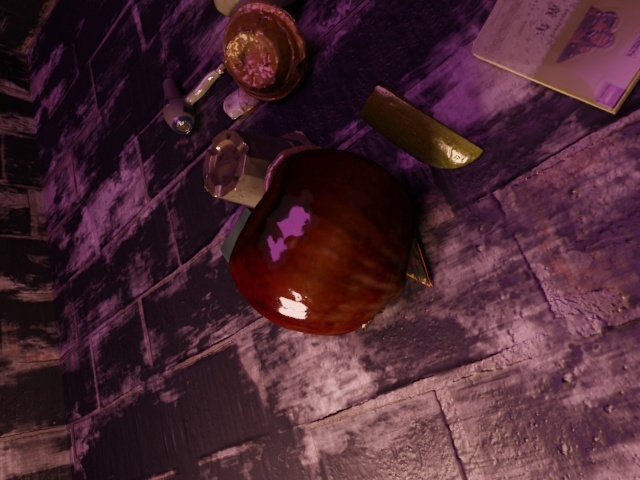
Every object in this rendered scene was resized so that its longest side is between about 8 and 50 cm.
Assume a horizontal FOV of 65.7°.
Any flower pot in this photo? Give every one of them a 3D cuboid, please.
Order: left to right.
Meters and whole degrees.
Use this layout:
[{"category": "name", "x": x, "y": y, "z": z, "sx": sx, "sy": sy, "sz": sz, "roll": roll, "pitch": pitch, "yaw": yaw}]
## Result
[{"category": "flower pot", "x": -0.172, "y": -0.199, "z": 1.402, "sx": 0.291, "sy": 0.259, "sz": 0.289, "roll": -7, "pitch": 79, "yaw": 41}]

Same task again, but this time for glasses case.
[{"category": "glasses case", "x": -0.253, "y": -0.015, "z": 1.595, "sx": 0.077, "sy": 0.040, "sz": 0.184, "roll": 50, "pitch": 116, "yaw": 32}]

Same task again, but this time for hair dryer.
[{"category": "hair dryer", "x": -0.500, "y": -0.563, "z": 1.853, "sx": 0.296, "sy": 0.119, "sz": 0.298, "roll": 38, "pitch": 94, "yaw": 41}]

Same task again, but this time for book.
[{"category": "book", "x": 0.493, "y": -0.430, "z": 0.989, "sx": 0.352, "sy": 0.035, "sz": 0.239, "roll": 43, "pitch": 117, "yaw": 36}]

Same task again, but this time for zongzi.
[{"category": "zongzi", "x": 0.122, "y": 0.182, "z": 1.253, "sx": 0.074, "sy": 0.067, "sz": 0.083, "roll": -31, "pitch": 84, "yaw": 22}]

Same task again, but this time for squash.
[{"category": "squash", "x": 0.236, "y": -0.264, "z": 1.208, "sx": 0.289, "sy": 0.203, "sz": 0.111, "roll": 33, "pitch": 109, "yaw": 1}]

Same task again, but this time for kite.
[{"category": "kite", "x": 0.170, "y": -0.007, "z": 1.248, "sx": 0.321, "sy": 0.016, "sz": 0.233, "roll": 28, "pitch": 102, "yaw": 39}]

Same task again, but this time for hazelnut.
[{"category": "hazelnut", "x": 0.000, "y": 0.000, "z": 1.154, "sx": 0.402, "sy": 0.402, "sz": 0.428, "roll": 28, "pitch": 93, "yaw": 39}]

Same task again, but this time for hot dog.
[{"category": "hot dog", "x": -0.245, "y": -0.470, "z": 1.634, "sx": 0.192, "sy": 0.053, "sz": 0.099, "roll": -26, "pitch": 70, "yaw": 33}]

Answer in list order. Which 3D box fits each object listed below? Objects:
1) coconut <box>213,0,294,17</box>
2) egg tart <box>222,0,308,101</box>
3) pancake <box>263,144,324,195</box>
[{"category": "coconut", "x": -0.207, "y": -0.807, "z": 1.502, "sx": 0.329, "sy": 0.328, "sz": 0.281, "roll": 15, "pitch": 52, "yaw": 41}, {"category": "egg tart", "x": -0.172, "y": -0.539, "z": 1.448, "sx": 0.291, "sy": 0.115, "sz": 0.290, "roll": 12, "pitch": 129, "yaw": 15}, {"category": "pancake", "x": -0.037, "y": -0.148, "z": 1.315, "sx": 0.029, "sy": 0.235, "sz": 0.211, "roll": -131, "pitch": 23, "yaw": -68}]
